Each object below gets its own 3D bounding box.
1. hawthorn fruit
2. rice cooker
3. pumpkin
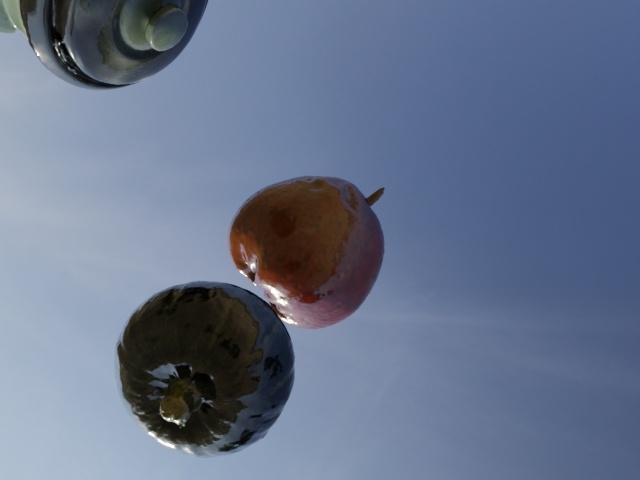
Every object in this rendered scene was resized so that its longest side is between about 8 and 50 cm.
[{"bbox_3d":[0.000,0.000,0.867,0.298,0.277,0.277,-41,-133,-2],"label":"hawthorn fruit"},{"bbox_3d":[-0.284,-0.344,0.592,0.264,0.316,0.316,123,-29,-51],"label":"rice cooker"},{"bbox_3d":[-0.104,0.119,0.446,0.167,0.167,0.125,-48,-162,0],"label":"pumpkin"}]
